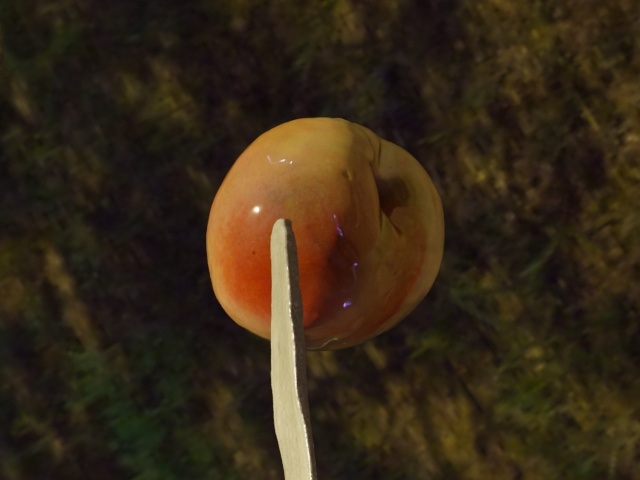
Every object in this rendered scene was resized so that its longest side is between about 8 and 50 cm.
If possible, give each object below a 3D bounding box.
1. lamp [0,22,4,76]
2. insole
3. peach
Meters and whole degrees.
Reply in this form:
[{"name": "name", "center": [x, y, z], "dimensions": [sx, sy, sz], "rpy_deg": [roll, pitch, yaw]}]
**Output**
[{"name": "lamp", "center": [-0.441, -0.207, 1.428], "dimensions": [0.233, 0.233, 0.265], "rpy_deg": [55, 174, 11]}, {"name": "insole", "center": [-0.017, 0.079, 0.761], "dimensions": [0.063, 0.010, 0.192], "rpy_deg": [118, 150, -61]}, {"name": "peach", "center": [0.000, 0.000, 1.056], "dimensions": [0.184, 0.184, 0.184], "rpy_deg": [48, 157, 28]}]
